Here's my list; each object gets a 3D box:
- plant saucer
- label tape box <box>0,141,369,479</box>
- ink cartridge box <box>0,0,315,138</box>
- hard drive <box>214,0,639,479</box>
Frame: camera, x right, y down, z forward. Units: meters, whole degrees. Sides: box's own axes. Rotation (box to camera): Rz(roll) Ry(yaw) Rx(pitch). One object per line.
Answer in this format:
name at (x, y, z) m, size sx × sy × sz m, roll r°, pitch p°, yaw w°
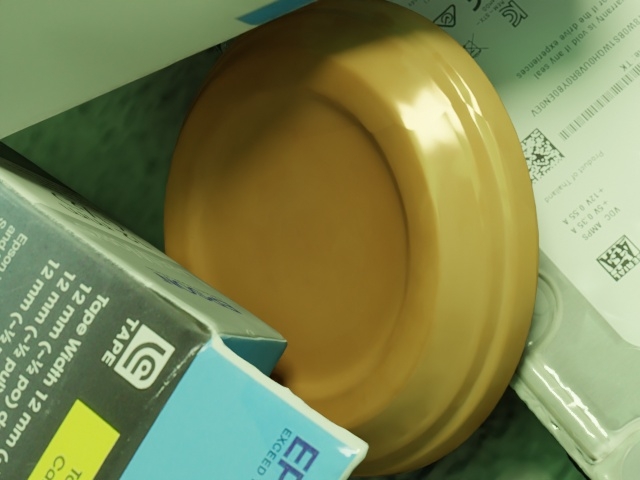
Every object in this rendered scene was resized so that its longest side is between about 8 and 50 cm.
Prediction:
plant saucer at (0.000, 0.000, 0.713) m, size 0.200 × 0.037 × 0.200 m, roll 7°, pitch 100°, yaw 44°
label tape box at (-0.141, 0.107, 0.702) m, size 0.347 × 0.115 × 0.249 m, roll 32°, pitch 92°, yaw 36°
ink cartridge box at (-0.061, -0.270, 0.736) m, size 0.285 × 0.166 × 0.395 m, roll -21°, pitch 44°, yaw 18°
hard drive at (0.132, -0.054, 0.720) m, size 0.237 × 0.064 × 0.339 m, roll -42°, pitch 63°, yaw 4°
